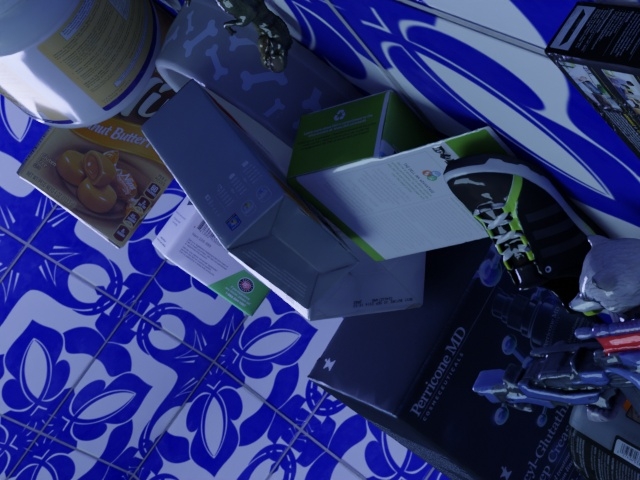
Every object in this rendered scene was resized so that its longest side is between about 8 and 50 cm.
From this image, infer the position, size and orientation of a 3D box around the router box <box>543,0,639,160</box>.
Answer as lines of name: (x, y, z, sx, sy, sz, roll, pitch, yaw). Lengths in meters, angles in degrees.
router box: (0.241, -0.073, 0.713, 0.179, 0.046, 0.133, 39, 174, -34)

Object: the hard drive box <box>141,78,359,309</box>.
hard drive box: (-0.083, -0.053, 1.316, 0.232, 0.089, 0.181, 50, -175, 37)

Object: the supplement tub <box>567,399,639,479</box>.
supplement tub: (0.491, 0.281, 1.417, 0.207, 0.207, 0.338, 39, 173, -36)

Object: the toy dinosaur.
toy dinosaur: (-0.129, -0.277, 1.193, 0.118, 0.064, 0.268, 11, 159, 41)

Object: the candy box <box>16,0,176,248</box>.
candy box: (-0.276, -0.170, 1.670, 0.183, 0.316, 0.087, 37, 176, -20)

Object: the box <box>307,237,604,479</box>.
box: (0.234, 0.188, 1.646, 0.395, 0.294, 0.212, 38, 167, -33)

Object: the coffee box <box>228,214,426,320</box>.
coffee box: (0.000, 0.000, 1.567, 0.168, 0.119, 0.297, -6, -162, -25)

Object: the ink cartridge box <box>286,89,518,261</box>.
ink cartridge box: (0.122, -0.080, 1.257, 0.255, 0.097, 0.189, -13, 142, 35)

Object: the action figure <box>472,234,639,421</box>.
action figure: (0.332, 0.109, 1.118, 0.341, 0.179, 0.330, -6, 140, 43)

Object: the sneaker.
sneaker: (0.217, 0.000, 1.153, 0.234, 0.097, 0.084, 32, 151, -24)

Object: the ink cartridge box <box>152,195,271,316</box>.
ink cartridge box: (-0.136, -0.042, 2.109, 0.211, 0.289, 0.121, 38, 177, -22)

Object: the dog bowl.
dog bowl: (-0.062, -0.173, 1.465, 0.348, 0.102, 0.349, 34, 175, 4)

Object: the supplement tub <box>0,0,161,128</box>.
supplement tub: (-0.367, -0.307, 1.446, 0.241, 0.241, 0.331, 33, 174, 21)
